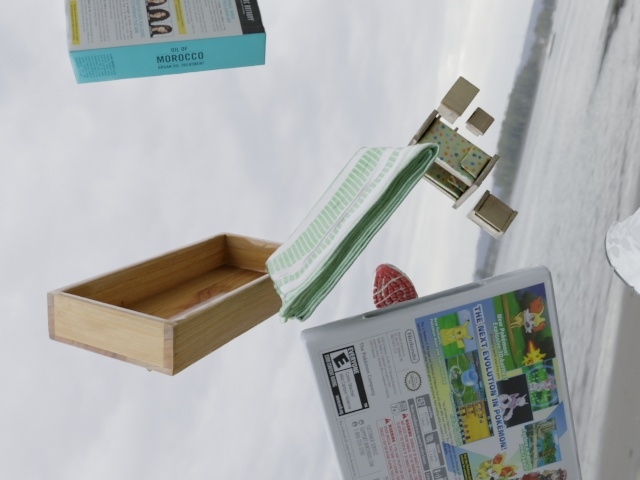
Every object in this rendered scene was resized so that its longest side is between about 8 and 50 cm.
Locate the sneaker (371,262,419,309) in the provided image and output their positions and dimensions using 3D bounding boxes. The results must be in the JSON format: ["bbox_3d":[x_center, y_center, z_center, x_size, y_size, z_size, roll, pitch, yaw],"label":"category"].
[{"bbox_3d":[0.151,0.104,1.475,0.225,0.088,0.092,56,-169,-55],"label":"sneaker"}]

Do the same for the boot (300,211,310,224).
[{"bbox_3d":[0.000,0.000,1.475,0.190,0.086,0.069,122,145,-58],"label":"boot"}]

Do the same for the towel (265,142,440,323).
[{"bbox_3d":[0.020,-0.025,0.890,0.248,0.038,0.325,-50,9,1],"label":"towel"}]

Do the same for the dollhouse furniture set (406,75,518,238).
[{"bbox_3d":[0.232,-0.129,1.001,0.161,0.182,0.101,-53,-3,-19],"label":"dollhouse furniture set"}]

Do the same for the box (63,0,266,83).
[{"bbox_3d":[-0.199,-0.271,0.925,0.060,0.244,0.100,100,159,-60],"label":"box"}]

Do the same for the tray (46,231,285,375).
[{"bbox_3d":[-0.176,0.076,1.069,0.411,0.203,0.076,-23,-60,-61],"label":"tray"}]

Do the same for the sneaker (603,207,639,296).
[{"bbox_3d":[0.438,0.060,0.731,0.111,0.297,0.129,-33,-20,-41],"label":"sneaker"}]

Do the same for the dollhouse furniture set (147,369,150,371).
[{"bbox_3d":[-0.258,0.164,1.256,0.152,0.058,0.076,-30,-23,-50],"label":"dollhouse furniture set"}]

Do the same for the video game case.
[{"bbox_3d":[0.158,0.218,0.875,0.036,0.300,0.328,-115,10,-72],"label":"video game case"}]
